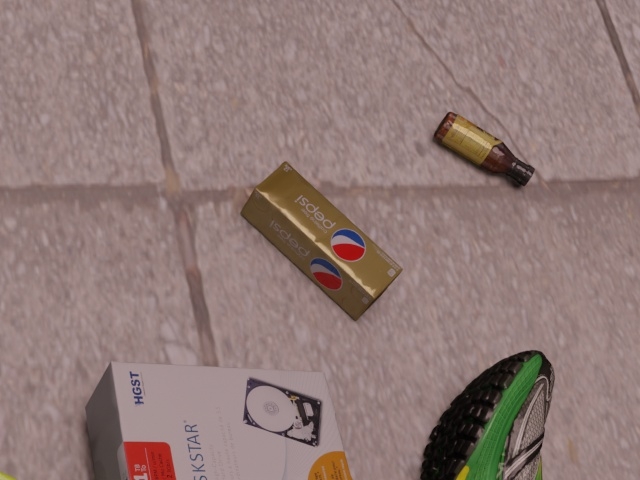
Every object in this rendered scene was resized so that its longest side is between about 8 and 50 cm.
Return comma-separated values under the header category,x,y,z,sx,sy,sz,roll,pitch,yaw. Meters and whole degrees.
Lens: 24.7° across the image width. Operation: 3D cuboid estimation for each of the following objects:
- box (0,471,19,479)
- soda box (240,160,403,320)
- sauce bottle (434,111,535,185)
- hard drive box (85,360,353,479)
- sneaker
category,x,y,z,sx,sy,sz,roll,pitch,yaw
box,-0.249,0.300,1.355,0.178,0.042,0.109,27,56,-7
soda box,0.000,0.000,1.620,0.181,0.061,0.058,42,56,5
sauce bottle,0.201,-0.110,1.781,0.128,0.042,0.042,31,55,-6
hard drive box,-0.095,0.219,1.410,0.232,0.089,0.181,4,51,-27
sneaker,0.181,0.271,1.515,0.146,0.134,0.344,28,64,-14
